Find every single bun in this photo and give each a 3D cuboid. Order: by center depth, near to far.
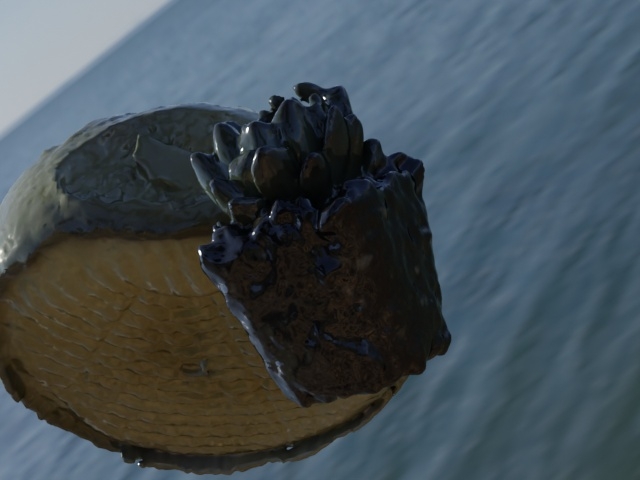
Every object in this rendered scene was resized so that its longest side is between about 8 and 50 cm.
[{"bbox_3d":[-0.092,0.021,1.365,0.364,0.364,0.202,-32,39,33],"label":"bun"}]

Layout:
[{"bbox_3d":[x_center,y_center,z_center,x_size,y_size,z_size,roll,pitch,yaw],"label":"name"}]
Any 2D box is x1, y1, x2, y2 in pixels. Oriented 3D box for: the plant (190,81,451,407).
[{"bbox_3d":[0.000,0.000,1.062,0.129,0.194,0.132,-20,6,25],"label":"plant"}]
